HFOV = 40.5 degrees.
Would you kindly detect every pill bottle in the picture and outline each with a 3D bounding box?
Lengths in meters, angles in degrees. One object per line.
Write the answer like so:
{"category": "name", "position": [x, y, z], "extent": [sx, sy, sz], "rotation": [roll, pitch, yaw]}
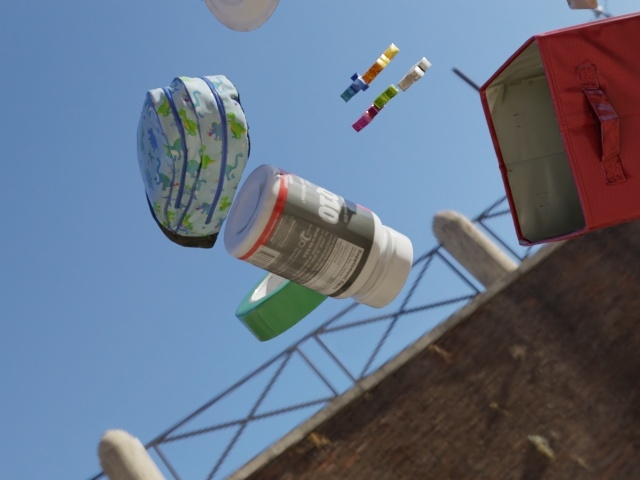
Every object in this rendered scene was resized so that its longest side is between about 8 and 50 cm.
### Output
{"category": "pill bottle", "position": [0.000, 0.000, 1.426], "extent": [0.283, 0.161, 0.161], "rotation": [24, -65, -23]}

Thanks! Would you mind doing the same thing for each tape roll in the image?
{"category": "tape roll", "position": [-0.037, 0.076, 1.820], "extent": [0.321, 0.077, 0.321], "rotation": [-40, 9, 8]}

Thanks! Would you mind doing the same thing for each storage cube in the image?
{"category": "storage cube", "position": [0.292, -0.108, 0.853], "extent": [0.193, 0.183, 0.215], "rotation": [-13, -4, -7]}

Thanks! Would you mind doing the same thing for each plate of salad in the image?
{"category": "plate of salad", "position": [-0.092, -0.348, 1.020], "extent": [0.048, 0.200, 0.199], "rotation": [-15, -38, -38]}

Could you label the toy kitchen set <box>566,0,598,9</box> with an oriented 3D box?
{"category": "toy kitchen set", "position": [0.312, -0.367, 1.060], "extent": [0.166, 0.207, 0.122], "rotation": [-28, -68, -14]}

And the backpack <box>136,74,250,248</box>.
{"category": "backpack", "position": [-0.274, -0.191, 1.852], "extent": [0.274, 0.290, 0.355], "rotation": [4, -32, -37]}

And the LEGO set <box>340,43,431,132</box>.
{"category": "LEGO set", "position": [0.119, -0.305, 1.621], "extent": [0.093, 0.087, 0.227], "rotation": [-51, 10, -32]}
